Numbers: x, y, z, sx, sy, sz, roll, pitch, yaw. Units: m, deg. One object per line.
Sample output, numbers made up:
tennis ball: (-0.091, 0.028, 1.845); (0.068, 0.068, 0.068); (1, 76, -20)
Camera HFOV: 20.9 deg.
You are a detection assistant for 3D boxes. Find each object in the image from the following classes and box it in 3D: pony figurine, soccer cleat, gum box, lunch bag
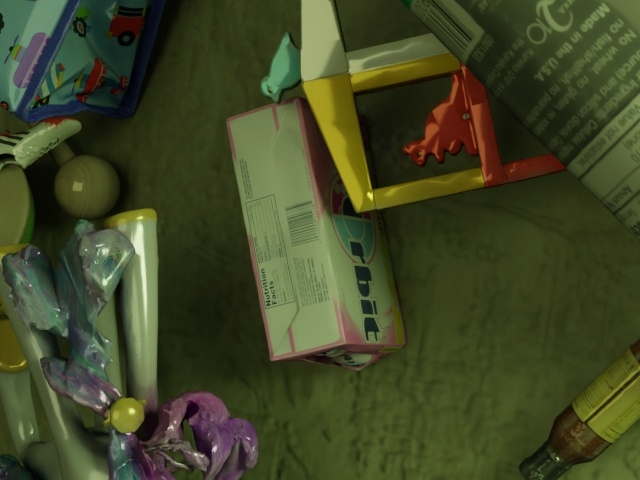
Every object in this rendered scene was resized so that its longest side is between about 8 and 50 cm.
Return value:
pony figurine: (-0.142, 0.172, 1.217); (0.351, 0.303, 0.363); (147, 113, -69)
soccer cleat: (-0.225, -0.075, 1.359); (0.083, 0.029, 0.035); (-13, 61, 13)
gum box: (0.000, 0.000, 1.245); (0.062, 0.107, 0.188); (-15, 80, 26)
lunch bag: (-0.216, -0.270, 1.335); (0.221, 0.138, 0.293); (32, 111, 26)

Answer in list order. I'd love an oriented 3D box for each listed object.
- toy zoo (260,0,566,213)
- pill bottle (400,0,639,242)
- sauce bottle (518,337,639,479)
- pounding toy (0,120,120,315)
toy zoo: (0.104, -0.131, 1.175); (0.293, 0.030, 0.192); (-12, 87, 5)
pill bottle: (0.230, -0.106, 1.046); (0.361, 0.204, 0.204); (45, 107, 4)
sauce bottle: (0.187, 0.120, 1.177); (0.128, 0.042, 0.042); (-44, 69, 18)
pounding toy: (-0.281, 0.001, 1.410); (0.237, 0.110, 0.183); (-40, 55, -12)
